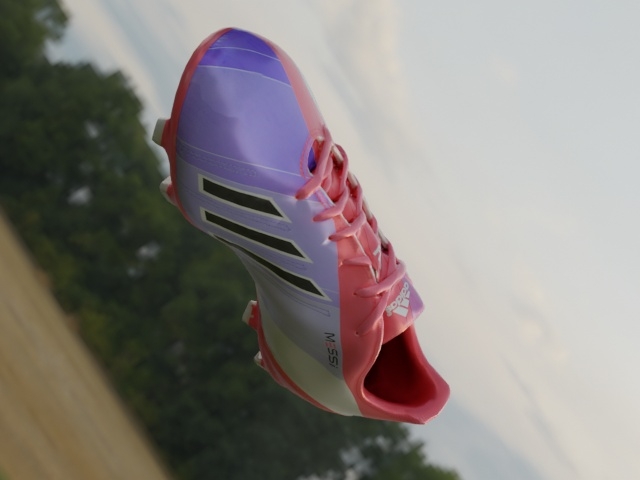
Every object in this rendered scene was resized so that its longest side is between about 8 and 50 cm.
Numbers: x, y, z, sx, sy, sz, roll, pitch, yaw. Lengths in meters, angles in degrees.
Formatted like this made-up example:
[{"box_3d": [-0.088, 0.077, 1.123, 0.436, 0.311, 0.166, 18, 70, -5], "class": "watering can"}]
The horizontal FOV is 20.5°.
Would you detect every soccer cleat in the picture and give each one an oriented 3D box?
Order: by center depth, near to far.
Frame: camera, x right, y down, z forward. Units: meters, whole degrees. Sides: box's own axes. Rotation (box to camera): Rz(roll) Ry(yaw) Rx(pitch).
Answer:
[{"box_3d": [0.000, 0.000, 0.776, 0.095, 0.083, 0.248, 20, -29, 25], "class": "soccer cleat"}]
